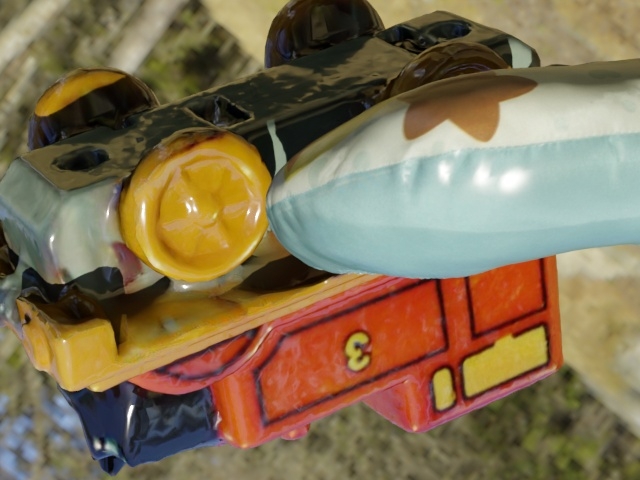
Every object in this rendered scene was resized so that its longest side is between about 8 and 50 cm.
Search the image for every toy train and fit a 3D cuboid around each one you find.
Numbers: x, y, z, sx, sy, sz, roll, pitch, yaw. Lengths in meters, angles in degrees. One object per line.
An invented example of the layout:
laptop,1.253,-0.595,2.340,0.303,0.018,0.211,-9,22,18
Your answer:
toy train,0.000,0.000,0.888,0.163,0.369,0.231,32,138,56

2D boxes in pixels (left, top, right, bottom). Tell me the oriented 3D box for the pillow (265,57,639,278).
pillow,0.091,-0.024,0.729,0.214,0.233,0.086,150,111,-72
